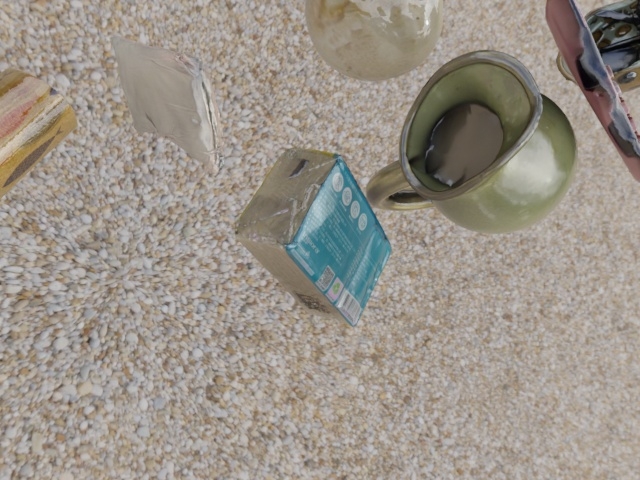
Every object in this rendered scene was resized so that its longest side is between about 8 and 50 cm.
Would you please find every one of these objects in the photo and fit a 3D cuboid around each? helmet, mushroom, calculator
[{"bbox_3d":[0.619,-0.382,0.933,0.130,0.224,0.199,29,46,-37],"label":"helmet"},{"bbox_3d":[0.122,-0.508,0.981,0.292,0.292,0.290,35,55,-17],"label":"mushroom"},{"bbox_3d":[0.423,-0.226,0.694,0.330,0.048,0.220,60,33,-4],"label":"calculator"}]

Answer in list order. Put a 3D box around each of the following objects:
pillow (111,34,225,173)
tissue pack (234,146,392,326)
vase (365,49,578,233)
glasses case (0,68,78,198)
[{"bbox_3d":[-0.252,-0.227,0.747,0.067,0.270,0.174,-29,132,-38],"label":"pillow"},{"bbox_3d":[0.000,0.000,0.495,0.120,0.082,0.169,-61,141,-22],"label":"tissue pack"},{"bbox_3d":[0.218,-0.119,0.739,0.302,0.329,0.241,4,68,-50],"label":"vase"},{"bbox_3d":[-0.271,-0.061,0.348,0.064,0.041,0.170,32,61,-5],"label":"glasses case"}]
